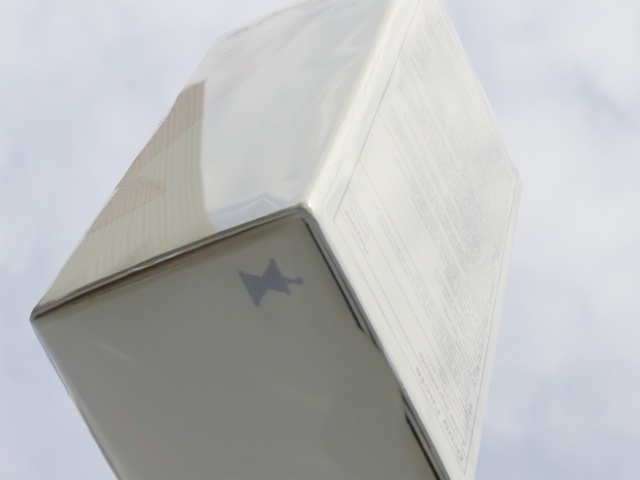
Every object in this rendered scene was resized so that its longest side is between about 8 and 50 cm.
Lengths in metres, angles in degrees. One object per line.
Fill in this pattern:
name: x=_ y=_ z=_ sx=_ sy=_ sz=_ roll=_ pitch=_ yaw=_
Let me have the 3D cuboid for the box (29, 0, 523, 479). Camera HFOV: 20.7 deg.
box: x=0.000 y=0.000 z=0.768 sx=0.121 sy=0.311 sz=0.148 roll=-20 pitch=-71 yaw=19
